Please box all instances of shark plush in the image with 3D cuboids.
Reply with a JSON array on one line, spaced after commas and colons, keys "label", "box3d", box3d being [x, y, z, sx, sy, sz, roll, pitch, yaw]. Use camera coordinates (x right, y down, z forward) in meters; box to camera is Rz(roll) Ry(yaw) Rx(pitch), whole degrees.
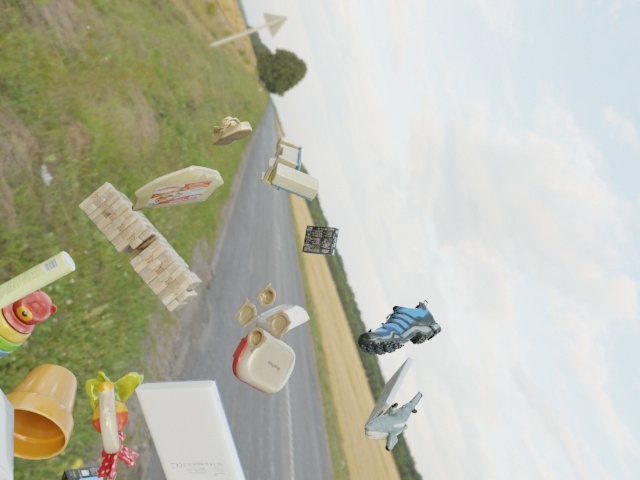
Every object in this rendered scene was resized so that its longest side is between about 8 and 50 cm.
[{"label": "shark plush", "box3d": [0.161, 0.371, 1.184, 0.073, 0.161, 0.067, 34, -38, 59]}]

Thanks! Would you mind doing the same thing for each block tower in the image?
[{"label": "block tower", "box3d": [-0.425, 0.016, 1.363, 0.335, 0.091, 0.097, 48, -4, 4]}]

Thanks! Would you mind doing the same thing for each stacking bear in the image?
[{"label": "stacking bear", "box3d": [-0.955, 0.257, 1.731, 0.175, 0.289, 0.164, 55, 0, -8]}]

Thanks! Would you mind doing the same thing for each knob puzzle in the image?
[{"label": "knob puzzle", "box3d": [-0.296, -0.120, 1.190, 0.213, 0.213, 0.029, 73, -1, -80]}]

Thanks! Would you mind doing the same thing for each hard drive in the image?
[{"label": "hard drive", "box3d": [-0.322, 0.499, 1.424, 0.040, 0.211, 0.318, -56, 137, -65]}]

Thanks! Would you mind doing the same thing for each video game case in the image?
[{"label": "video game case", "box3d": [0.234, 0.522, 1.942, 0.023, 0.212, 0.193, 33, -44, 7]}]

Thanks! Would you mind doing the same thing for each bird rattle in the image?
[{"label": "bird rattle", "box3d": [-0.507, 0.434, 1.350, 0.207, 0.143, 0.253, 116, -27, -63]}]

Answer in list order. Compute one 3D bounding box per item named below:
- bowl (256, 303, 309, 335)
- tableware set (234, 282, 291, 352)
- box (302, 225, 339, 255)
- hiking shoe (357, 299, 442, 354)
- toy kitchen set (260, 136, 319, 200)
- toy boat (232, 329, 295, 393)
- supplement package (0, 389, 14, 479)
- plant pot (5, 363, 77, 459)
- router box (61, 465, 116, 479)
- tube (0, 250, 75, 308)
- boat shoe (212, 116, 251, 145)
[{"label": "bowl", "box3d": [-0.122, 0.237, 1.732, 0.142, 0.142, 0.053, -6, -77, 58]}, {"label": "tableware set", "box3d": [-0.153, 0.203, 1.475, 0.020, 0.141, 0.168, 32, 21, -52]}, {"label": "box", "box3d": [0.000, 0.000, 1.354, 0.018, 0.083, 0.067, 22, 75, -56]}, {"label": "hiking shoe", "box3d": [0.240, 0.282, 1.830, 0.113, 0.304, 0.132, -58, -133, 48]}, {"label": "toy kitchen set", "box3d": [-0.092, -0.163, 1.584, 0.166, 0.122, 0.207, -57, -160, 37]}, {"label": "toy boat", "box3d": [-0.182, 0.339, 1.619, 0.151, 0.150, 0.231, 14, -21, 38]}, {"label": "supplement package", "box3d": [-0.720, 0.421, 1.195, 0.105, 0.105, 0.179, 94, -23, -45]}, {"label": "plant pot", "box3d": [-0.747, 0.441, 1.509, 0.187, 0.205, 0.205, -91, 165, -57]}, {"label": "router box", "box3d": [-0.658, 0.710, 1.563, 0.046, 0.133, 0.178, 37, -70, 47]}, {"label": "tube", "box3d": [-0.788, 0.111, 1.533, 0.062, 0.240, 0.070, 61, -5, -3]}, {"label": "boat shoe", "box3d": [-0.228, -0.280, 1.418, 0.170, 0.063, 0.059, -5, -87, 54]}]
